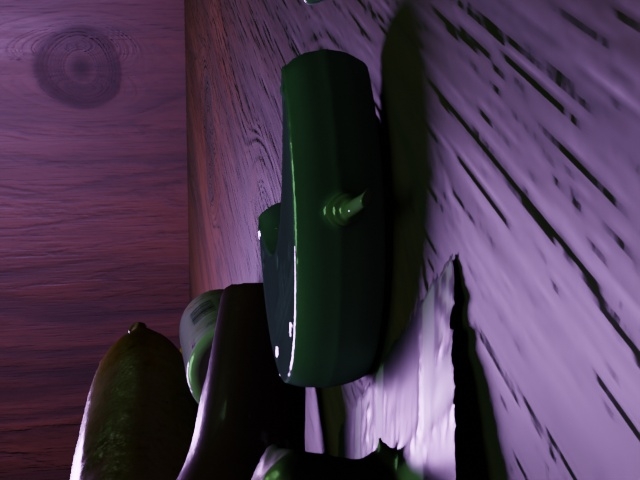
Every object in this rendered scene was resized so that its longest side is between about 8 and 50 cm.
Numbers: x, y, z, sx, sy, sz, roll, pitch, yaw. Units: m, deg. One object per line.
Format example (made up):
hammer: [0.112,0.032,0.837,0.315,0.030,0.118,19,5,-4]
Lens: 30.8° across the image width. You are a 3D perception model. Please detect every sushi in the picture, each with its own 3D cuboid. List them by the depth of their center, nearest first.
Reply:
sushi: [-0.027,0.221,0.464,0.296,0.099,0.373,109,165,-67]

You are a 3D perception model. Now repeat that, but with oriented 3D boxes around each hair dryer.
hair dryer: [-0.041,0.236,0.822,0.340,0.123,0.313,82,-169,-57]

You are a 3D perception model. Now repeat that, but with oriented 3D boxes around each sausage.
sausage: [-0.161,0.221,1.014,0.501,0.123,0.136,-108,11,-70]

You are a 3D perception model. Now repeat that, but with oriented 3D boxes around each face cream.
face cream: [-0.085,0.090,1.033,0.269,0.082,0.082,-148,56,-79]

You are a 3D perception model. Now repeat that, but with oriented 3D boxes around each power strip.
power strip: [0.000,0.000,0.575,0.216,0.044,0.137,109,157,-68]

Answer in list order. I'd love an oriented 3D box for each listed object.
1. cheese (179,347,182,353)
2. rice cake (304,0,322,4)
cheese: [-0.117,0.206,1.298,0.156,0.064,0.250,-24,-76,-78]
rice cake: [-0.006,-0.235,0.576,0.124,0.038,0.211,-105,16,-56]
